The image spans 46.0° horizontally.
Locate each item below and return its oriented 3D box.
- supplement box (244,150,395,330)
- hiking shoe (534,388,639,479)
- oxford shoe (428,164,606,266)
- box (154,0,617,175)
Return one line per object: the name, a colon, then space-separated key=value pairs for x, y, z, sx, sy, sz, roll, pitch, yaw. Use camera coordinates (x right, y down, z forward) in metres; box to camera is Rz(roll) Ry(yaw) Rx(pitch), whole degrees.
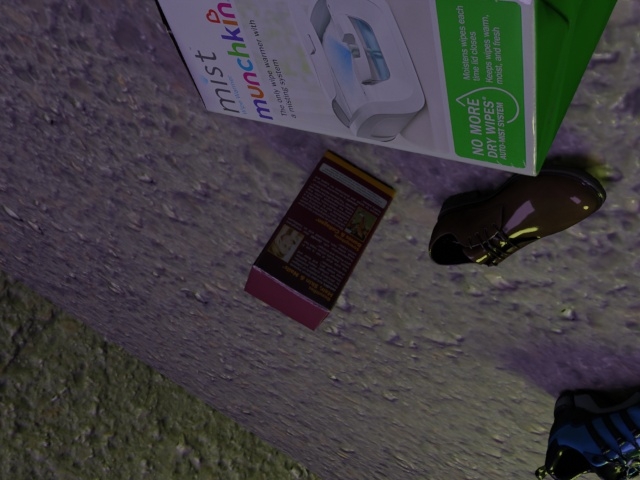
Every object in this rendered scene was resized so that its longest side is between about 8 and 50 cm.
supplement box: x=0.000 y=0.000 z=0.918 sx=0.104 sy=0.188 sz=0.081 roll=31 pitch=152 yaw=1
hiking shoe: x=0.424 y=0.270 z=1.001 sx=0.113 sy=0.132 sz=0.304 roll=37 pitch=151 yaw=-10
oxford shoe: x=0.202 y=-0.012 z=0.804 sx=0.083 sy=0.096 sz=0.227 roll=41 pitch=149 yaw=-15
box: x=0.066 y=-0.189 z=0.476 sx=0.231 sy=0.262 sz=0.126 roll=17 pitch=148 yaw=27
